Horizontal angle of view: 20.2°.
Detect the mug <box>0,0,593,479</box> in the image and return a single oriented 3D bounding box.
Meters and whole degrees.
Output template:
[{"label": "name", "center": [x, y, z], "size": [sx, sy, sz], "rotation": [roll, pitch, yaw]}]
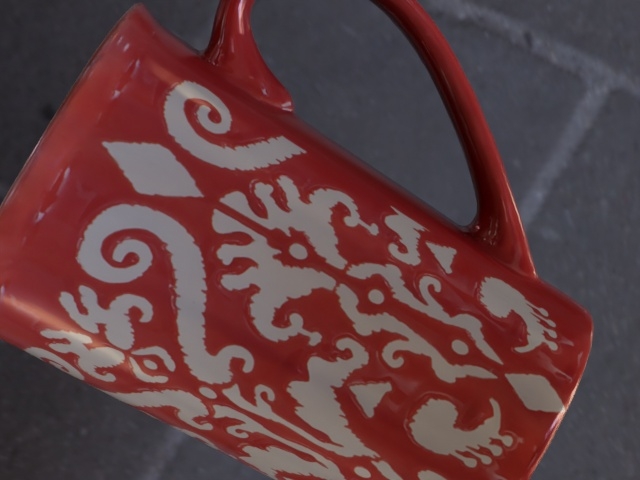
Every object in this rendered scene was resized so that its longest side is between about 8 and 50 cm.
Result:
[{"label": "mug", "center": [-0.003, 0.006, 0.541], "size": [0.169, 0.113, 0.150], "rotation": [31, 123, -4]}]
